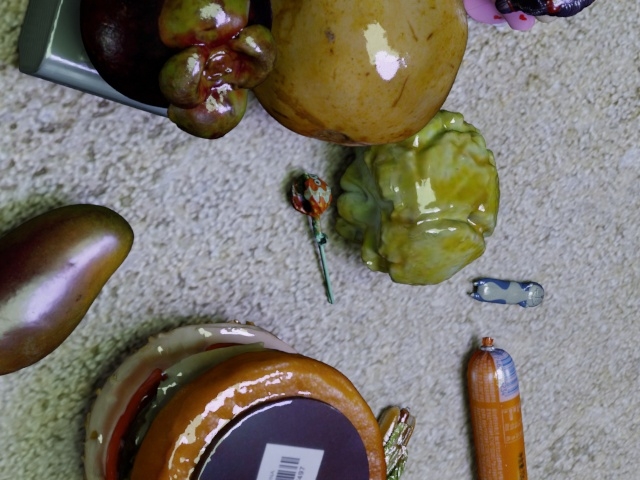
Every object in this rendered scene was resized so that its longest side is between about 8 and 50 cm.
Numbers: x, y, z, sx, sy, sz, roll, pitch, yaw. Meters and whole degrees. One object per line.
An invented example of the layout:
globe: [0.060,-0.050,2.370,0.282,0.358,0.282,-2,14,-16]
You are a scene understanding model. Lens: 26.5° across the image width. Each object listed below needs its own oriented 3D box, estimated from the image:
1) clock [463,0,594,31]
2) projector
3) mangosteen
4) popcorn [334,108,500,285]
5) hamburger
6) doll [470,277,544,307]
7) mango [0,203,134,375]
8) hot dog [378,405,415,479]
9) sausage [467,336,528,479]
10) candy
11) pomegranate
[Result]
clock: [0.297,-0.347,1.717,0.194,0.195,0.100,-43,114,-15]
projector: [-0.201,-0.275,1.493,0.198,0.108,0.250,15,91,-31]
mangosteen: [-0.139,-0.219,1.359,0.210,0.210,0.210,-6,103,-29]
popcorn: [0.128,-0.054,1.687,0.204,0.183,0.221,5,96,-37]
hamburger: [-0.103,0.260,1.570,0.330,0.250,0.330,-9,108,-30]
doll: [0.258,0.071,1.872,0.125,0.027,0.037,5,104,-31]
mango: [-0.319,0.059,1.484,0.267,0.111,0.133,-39,100,-17]
hot dog: [0.089,0.281,1.806,0.056,0.041,0.133,30,84,-31]
sausage: [0.243,0.243,1.873,0.071,0.071,0.234,-15,108,-27]
candy: [0.000,0.000,1.703,0.049,0.055,0.185,-21,118,-17]
pomegranate: [0.041,-0.238,1.551,0.264,0.264,0.264,-6,103,-29]
